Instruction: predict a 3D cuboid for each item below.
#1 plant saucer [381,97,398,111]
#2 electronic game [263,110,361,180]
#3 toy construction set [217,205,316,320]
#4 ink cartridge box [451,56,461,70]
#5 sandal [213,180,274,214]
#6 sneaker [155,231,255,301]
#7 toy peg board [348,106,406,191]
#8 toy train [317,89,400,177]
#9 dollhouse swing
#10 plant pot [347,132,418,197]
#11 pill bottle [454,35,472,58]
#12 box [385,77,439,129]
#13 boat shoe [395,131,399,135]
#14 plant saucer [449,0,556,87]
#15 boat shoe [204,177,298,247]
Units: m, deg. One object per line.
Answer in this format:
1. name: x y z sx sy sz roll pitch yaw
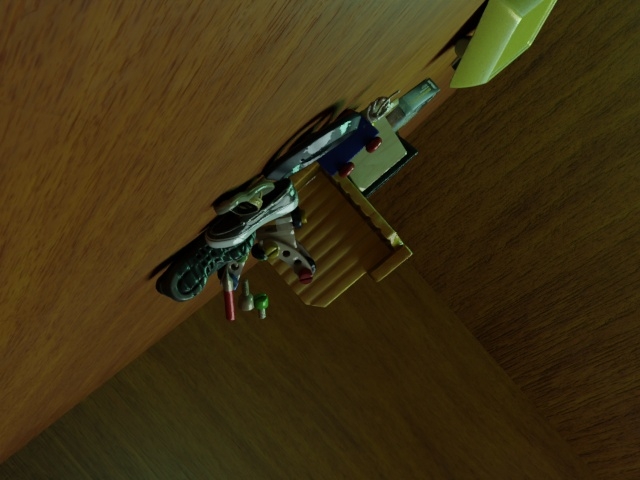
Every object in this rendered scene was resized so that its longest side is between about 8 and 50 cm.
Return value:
1. plant saucer: 0.203 -0.389 2.027 0.083 0.015 0.083 -41 179 -1
2. electronic game: -0.017 -0.190 1.383 0.229 0.048 0.229 -33 -179 1
3. toy construction set: -0.153 0.017 1.673 0.308 0.258 0.237 -60 154 -53
4. ink cartridge box: 0.610 -0.707 2.333 0.371 0.069 0.176 -43 180 -26
5. sandal: -0.144 -0.073 1.332 0.072 0.049 0.180 -26 -175 28
6. sneaker: -0.255 0.030 1.505 0.106 0.101 0.267 -6 -151 51
7. toy peg board: 0.107 -0.241 1.761 0.161 0.160 0.079 -41 -153 -8
8. toy train: 0.101 -0.262 1.538 0.248 0.105 0.143 -42 -171 26
9. dollhouse swing: 0.000 0.000 1.797 0.305 0.346 0.315 -40 179 1
10. plant pot: 0.133 -0.231 1.914 0.188 0.167 0.187 -40 179 -9
11. pill bottle: 0.407 -0.535 1.900 0.065 0.065 0.116 -41 179 26
12. box: 0.257 -0.405 2.198 0.183 0.056 0.231 -41 179 -31
13. boat shoe: 0.230 -0.337 2.385 0.089 0.104 0.285 -16 -162 15
14. plant saucer: 0.512 -0.568 1.810 0.333 0.081 0.332 -41 166 -28
15. boat shoe: -0.151 -0.064 1.444 0.219 0.077 0.070 -32 143 -11
